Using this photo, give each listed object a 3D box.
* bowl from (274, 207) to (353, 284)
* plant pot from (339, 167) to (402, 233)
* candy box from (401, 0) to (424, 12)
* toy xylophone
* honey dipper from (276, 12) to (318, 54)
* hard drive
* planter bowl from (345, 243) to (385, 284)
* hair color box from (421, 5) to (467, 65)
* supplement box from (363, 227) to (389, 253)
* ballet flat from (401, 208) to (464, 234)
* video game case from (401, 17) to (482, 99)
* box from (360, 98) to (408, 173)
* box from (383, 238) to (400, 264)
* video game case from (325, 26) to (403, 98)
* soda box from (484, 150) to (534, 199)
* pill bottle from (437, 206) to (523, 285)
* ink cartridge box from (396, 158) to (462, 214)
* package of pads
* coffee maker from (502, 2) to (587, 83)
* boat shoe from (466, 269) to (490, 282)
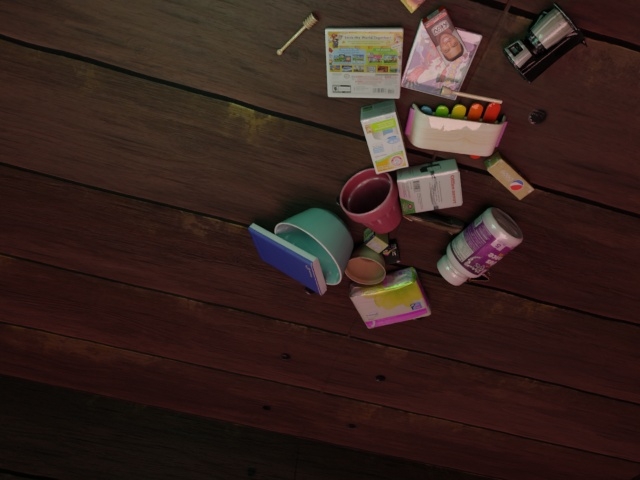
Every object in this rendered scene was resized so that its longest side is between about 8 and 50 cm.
[{"bbox_3d":[0.000,0.000,1.780,0.311,0.163,0.311,34,155,19],"label":"bowl"},{"bbox_3d":[0.194,-0.123,1.701,0.201,0.201,0.180,-20,140,21],"label":"plant pot"},{"bbox_3d":[0.224,-0.720,1.285,0.187,0.053,0.109,39,123,-25],"label":"candy box"},{"bbox_3d":[0.440,-0.372,1.525,0.323,0.081,0.236,13,133,-6],"label":"toy xylophone"},{"bbox_3d":[-0.073,-0.606,1.427,0.161,0.030,0.030,-32,120,32],"label":"honey dipper"},{"bbox_3d":[-0.126,0.071,1.838,0.319,0.040,0.210,27,152,30],"label":"hard drive"},{"bbox_3d":[0.183,0.082,1.901,0.162,0.109,0.162,10,138,9],"label":"planter bowl"},{"bbox_3d":[0.352,-0.578,1.366,0.072,0.043,0.141,-29,121,24],"label":"hair color box"},{"bbox_3d":[0.215,-0.008,1.849,0.083,0.083,0.056,33,124,-21],"label":"supplement box"},{"bbox_3d":[0.410,-0.069,1.787,0.250,0.084,0.058,12,128,-12],"label":"ballet flat"},{"bbox_3d":[0.355,-0.536,1.442,0.183,0.023,0.201,13,130,-5],"label":"video game case"},{"bbox_3d":[0.211,-0.335,1.569,0.114,0.103,0.203,-11,127,15],"label":"box"},{"bbox_3d":[0.278,0.045,1.906,0.062,0.052,0.083,-10,128,14],"label":"box"},{"bbox_3d":[0.131,-0.532,1.454,0.227,0.026,0.206,4,130,10],"label":"video game case"},{"bbox_3d":[0.644,-0.221,1.649,0.181,0.058,0.061,34,125,-22],"label":"soda box"},{"bbox_3d":[0.579,0.033,1.791,0.169,0.169,0.301,28,127,-17],"label":"pill bottle"},{"bbox_3d":[0.379,-0.186,1.684,0.208,0.087,0.153,-8,127,12],"label":"ink cartridge box"},{"bbox_3d":[0.291,0.244,2.037,0.297,0.101,0.229,-17,126,18],"label":"package of pads"},{"bbox_3d":[0.631,-0.534,1.354,0.171,0.120,0.178,36,124,-23],"label":"coffee maker"},{"bbox_3d":[0.588,0.130,1.936,0.183,0.066,0.066,1,129,5],"label":"boat shoe"}]
